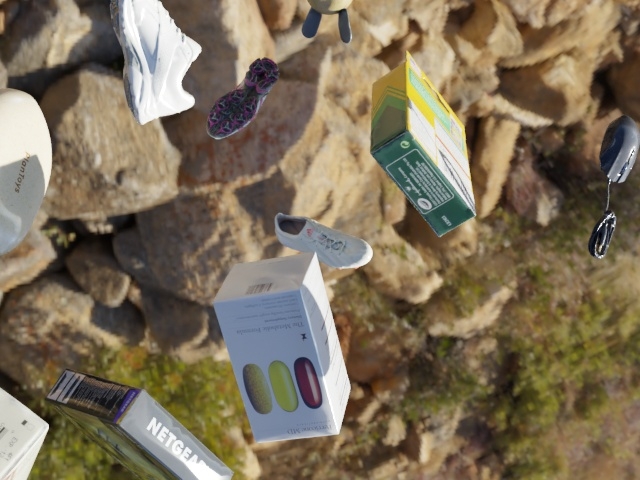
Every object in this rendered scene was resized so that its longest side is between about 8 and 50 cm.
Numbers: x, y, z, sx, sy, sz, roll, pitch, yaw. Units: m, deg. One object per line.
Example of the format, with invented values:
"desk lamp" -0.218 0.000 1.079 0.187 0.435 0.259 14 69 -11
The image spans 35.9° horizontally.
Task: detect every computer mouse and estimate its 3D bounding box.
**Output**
"computer mouse" 0.490 -0.088 1.639 0.071 0.041 0.242 4 97 -44

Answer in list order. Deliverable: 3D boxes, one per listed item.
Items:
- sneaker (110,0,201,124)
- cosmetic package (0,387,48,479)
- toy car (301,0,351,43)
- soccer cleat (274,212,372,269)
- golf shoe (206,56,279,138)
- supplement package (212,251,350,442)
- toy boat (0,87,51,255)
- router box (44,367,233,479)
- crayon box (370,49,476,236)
"sneaker" -0.230 -0.287 1.396 0.115 0.090 0.232 -12 111 -18
"cosmetic package" -0.481 0.312 1.308 0.153 0.129 0.296 34 136 2
"toy car" 0.003 -0.414 1.591 0.149 0.155 0.189 -28 126 -44
"soccer cleat" 0.000 0.000 1.790 0.196 0.068 0.076 16 151 26
"golf shoe" -0.140 -0.242 1.770 0.186 0.067 0.086 -51 180 -26
"supplement package" -0.052 0.161 1.482 0.139 0.134 0.244 -10 111 14
"toy boat" -0.529 -0.141 1.433 0.148 0.268 0.318 -4 148 25
"router box" -0.346 0.378 1.897 0.242 0.081 0.309 5 143 43
"crayon box" 0.179 -0.178 1.749 0.083 0.323 0.203 -31 116 23
